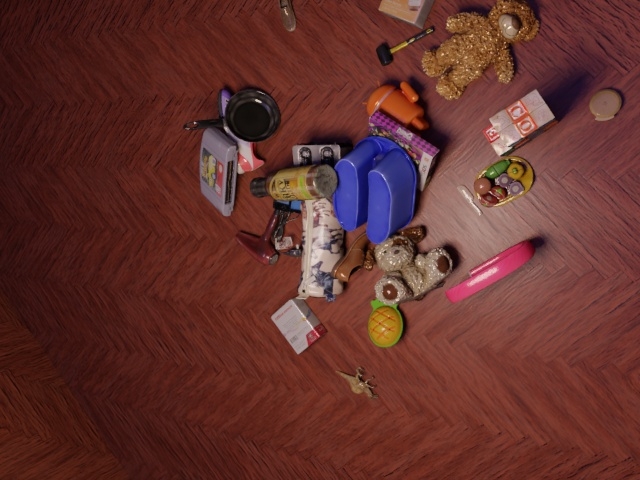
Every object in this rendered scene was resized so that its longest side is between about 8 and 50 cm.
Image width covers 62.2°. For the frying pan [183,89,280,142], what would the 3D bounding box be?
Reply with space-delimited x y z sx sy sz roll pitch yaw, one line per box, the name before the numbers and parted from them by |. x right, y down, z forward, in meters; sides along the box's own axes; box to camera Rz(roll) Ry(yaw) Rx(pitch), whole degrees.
frying pan | -0.295 -0.405 1.884 0.326 0.053 0.197 -36 91 -13

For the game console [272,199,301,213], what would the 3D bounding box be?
game console | -0.102 -0.163 1.895 0.071 0.107 0.122 3 82 53

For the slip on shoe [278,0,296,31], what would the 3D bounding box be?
slip on shoe | -0.119 -0.791 1.826 0.051 0.041 0.135 -5 96 27

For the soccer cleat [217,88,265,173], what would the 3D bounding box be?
soccer cleat | -0.296 -0.410 1.959 0.116 0.108 0.318 -14 91 9

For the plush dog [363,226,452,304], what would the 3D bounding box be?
plush dog | 0.270 0.080 1.728 0.262 0.210 0.225 -29 69 0

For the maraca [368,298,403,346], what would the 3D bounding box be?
maraca | 0.221 0.271 1.810 0.127 0.099 0.185 -8 69 26

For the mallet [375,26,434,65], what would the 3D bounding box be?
mallet | 0.269 -0.609 1.668 0.190 0.039 0.062 -14 93 24

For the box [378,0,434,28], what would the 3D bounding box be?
box | 0.277 -0.753 1.605 0.130 0.091 0.170 29 111 20

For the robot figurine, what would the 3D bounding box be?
robot figurine | 0.237 -0.404 1.666 0.219 0.128 0.158 43 159 14

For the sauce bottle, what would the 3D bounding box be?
sauce bottle | -0.099 -0.179 1.712 0.344 0.111 0.111 -1 99 47

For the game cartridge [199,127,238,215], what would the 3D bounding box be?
game cartridge | -0.385 -0.260 1.979 0.196 0.060 0.294 44 136 39

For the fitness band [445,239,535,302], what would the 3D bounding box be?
fitness band | 0.499 0.092 1.570 0.291 0.209 0.054 -37 80 27

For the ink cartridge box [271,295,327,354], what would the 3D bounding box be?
ink cartridge box | -0.080 0.313 1.979 0.127 0.072 0.175 -43 79 26

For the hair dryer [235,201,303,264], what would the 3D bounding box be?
hair dryer | -0.190 -0.019 1.994 0.294 0.080 0.223 -11 78 23

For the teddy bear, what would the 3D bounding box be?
teddy bear | 0.457 -0.559 1.537 0.338 0.113 0.245 -14 94 28

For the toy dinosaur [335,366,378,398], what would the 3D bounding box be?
toy dinosaur | 0.131 0.508 1.917 0.183 0.053 0.092 31 113 19

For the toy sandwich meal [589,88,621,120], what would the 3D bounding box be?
toy sandwich meal | 0.781 -0.371 1.452 0.086 0.029 0.085 3 96 28

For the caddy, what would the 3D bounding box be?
caddy | 0.177 -0.160 1.679 0.241 0.179 0.341 27 138 30

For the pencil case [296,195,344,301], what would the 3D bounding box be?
pencil case | 0.000 0.000 1.824 0.160 0.183 0.410 5 100 27

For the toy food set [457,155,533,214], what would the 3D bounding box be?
toy food set | 0.526 -0.164 1.591 0.218 0.071 0.128 -32 84 28

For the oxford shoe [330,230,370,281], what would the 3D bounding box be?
oxford shoe | 0.122 0.057 1.780 0.076 0.212 0.076 27 153 22

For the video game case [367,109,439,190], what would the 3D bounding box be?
video game case | 0.248 -0.274 1.649 0.232 0.210 0.042 37 72 15

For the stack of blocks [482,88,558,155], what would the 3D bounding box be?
stack of blocks | 0.538 -0.309 1.432 0.171 0.297 0.087 -34 83 26

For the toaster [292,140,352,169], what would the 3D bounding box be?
toaster | 0.011 -0.276 1.783 0.168 0.186 0.110 3 103 18
